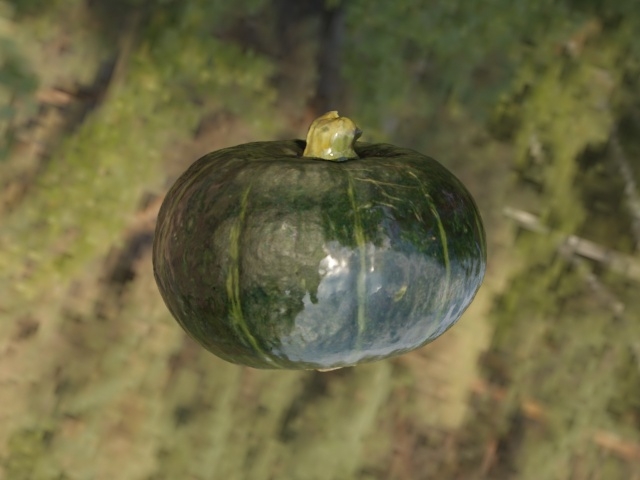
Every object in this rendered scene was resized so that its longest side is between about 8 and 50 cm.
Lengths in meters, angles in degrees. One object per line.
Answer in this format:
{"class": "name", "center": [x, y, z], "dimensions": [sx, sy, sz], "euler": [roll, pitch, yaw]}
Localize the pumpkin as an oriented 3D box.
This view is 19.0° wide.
{"class": "pumpkin", "center": [-0.001, 0.003, 0.955], "dimensions": [0.167, 0.167, 0.125], "euler": [-5, 78, -80]}
